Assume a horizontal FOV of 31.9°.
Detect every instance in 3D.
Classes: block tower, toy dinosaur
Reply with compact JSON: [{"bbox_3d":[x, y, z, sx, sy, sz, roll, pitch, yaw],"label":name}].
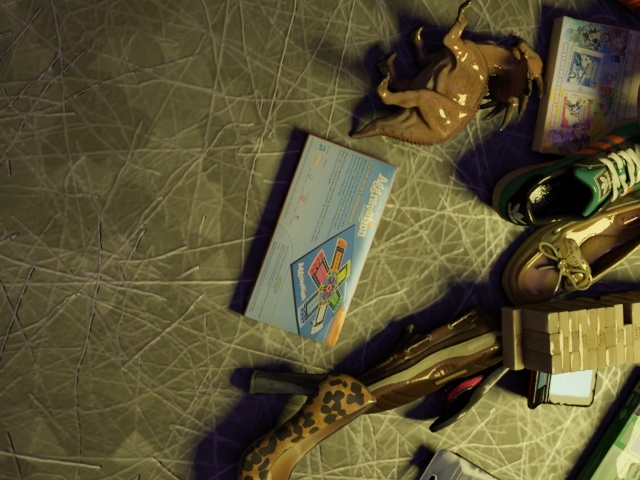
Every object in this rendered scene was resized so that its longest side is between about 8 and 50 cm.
[{"bbox_3d":[0.426,0.129,1.634,0.336,0.097,0.090,-5,96,-27],"label":"block tower"},{"bbox_3d":[0.192,-0.209,1.608,0.296,0.127,0.200,-43,107,1],"label":"toy dinosaur"}]

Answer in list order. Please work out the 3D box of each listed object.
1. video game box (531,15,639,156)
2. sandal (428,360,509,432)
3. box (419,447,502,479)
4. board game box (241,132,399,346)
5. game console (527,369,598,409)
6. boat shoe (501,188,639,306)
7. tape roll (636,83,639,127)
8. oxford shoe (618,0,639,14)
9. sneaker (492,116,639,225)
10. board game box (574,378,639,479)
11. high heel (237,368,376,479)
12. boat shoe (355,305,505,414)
[{"bbox_3d":[0.426,-0.218,1.682,0.187,0.048,0.205,9,93,-13],"label":"video game box"},{"bbox_3d":[0.221,0.219,1.671,0.179,0.067,0.040,-42,93,-13],"label":"sandal"},{"bbox_3d":[0.234,0.418,1.697,0.225,0.036,0.136,33,87,-12],"label":"box"},{"bbox_3d":[0.000,0.000,1.631,0.145,0.027,0.281,20,90,-9],"label":"board game box"},{"bbox_3d":[0.369,0.183,1.682,0.085,0.124,0.143,7,93,20],"label":"game console"},{"bbox_3d":[0.400,0.005,1.671,0.285,0.089,0.104,-35,100,-6],"label":"boat shoe"},{"bbox_3d":[0.588,-0.166,1.602,0.275,0.090,0.274,12,62,-24],"label":"tape roll"},{"bbox_3d":[0.424,-0.497,1.625,0.133,0.130,0.363,-35,99,-12],"label":"oxford shoe"},{"bbox_3d":[0.404,-0.089,1.609,0.302,0.121,0.108,-24,107,-3],"label":"sneaker"},{"bbox_3d":[0.512,0.387,1.734,0.214,0.046,0.317,33,90,-11],"label":"board game box"},{"bbox_3d":[-0.017,0.315,1.584,0.186,0.093,0.261,2,87,20],"label":"high heel"},{"bbox_3d":[0.144,0.173,1.651,0.258,0.095,0.095,-21,63,-2],"label":"boat shoe"}]
